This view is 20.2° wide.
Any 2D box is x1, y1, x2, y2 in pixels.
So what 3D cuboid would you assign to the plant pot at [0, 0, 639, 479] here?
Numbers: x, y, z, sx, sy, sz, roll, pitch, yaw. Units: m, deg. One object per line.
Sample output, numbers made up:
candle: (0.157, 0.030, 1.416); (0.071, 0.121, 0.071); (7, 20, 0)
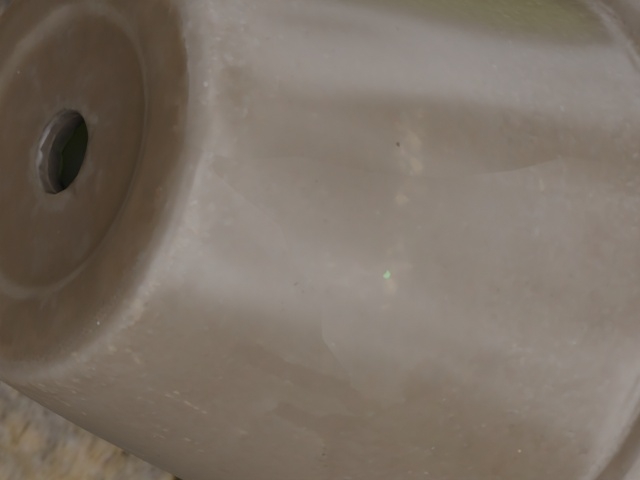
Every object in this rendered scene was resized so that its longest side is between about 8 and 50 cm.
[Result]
plant pot: (0.000, 0.000, 0.629); (0.229, 0.263, 0.263); (16, 61, -41)
